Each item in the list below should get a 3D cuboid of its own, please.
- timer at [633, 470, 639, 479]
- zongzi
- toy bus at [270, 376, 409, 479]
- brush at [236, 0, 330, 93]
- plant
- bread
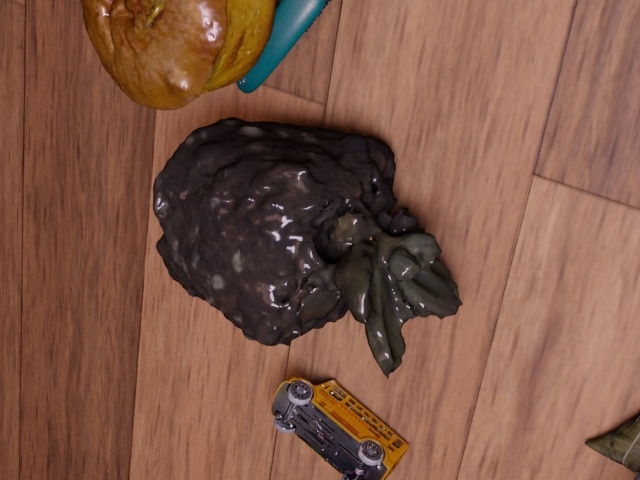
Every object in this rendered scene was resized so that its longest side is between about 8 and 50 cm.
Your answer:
[{"bbox_3d":[0.394,0.238,0.821,0.255,0.175,0.175,-22,92,9],"label":"timer"},{"bbox_3d":[0.303,0.185,0.922,0.083,0.040,0.076,26,113,47],"label":"zongzi"},{"bbox_3d":[0.021,0.221,1.108,0.162,0.074,0.069,38,131,17],"label":"toy bus"},{"bbox_3d":[-0.041,-0.226,1.033,0.043,0.032,0.193,55,140,7],"label":"brush"},{"bbox_3d":[0.000,0.000,0.957,0.312,0.215,0.213,19,119,36],"label":"plant"},{"bbox_3d":[-0.165,-0.270,1.020,0.268,0.146,0.268,15,112,43],"label":"bread"}]
